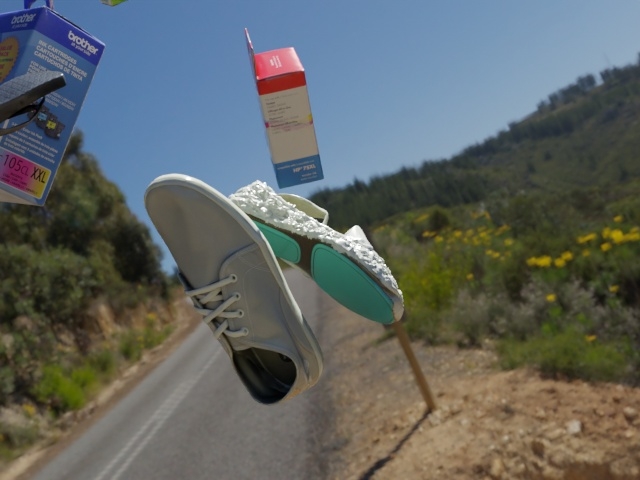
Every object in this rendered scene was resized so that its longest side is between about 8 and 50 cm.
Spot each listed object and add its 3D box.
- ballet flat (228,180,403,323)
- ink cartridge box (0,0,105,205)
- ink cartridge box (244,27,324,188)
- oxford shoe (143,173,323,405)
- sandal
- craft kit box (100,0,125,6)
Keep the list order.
[{"bbox_3d":[0.000,0.000,1.620,0.147,0.409,0.147,-52,-19,-25],"label":"ballet flat"},{"bbox_3d":[-0.571,-0.276,1.622,0.270,0.395,0.151,7,-18,43],"label":"ink cartridge box"},{"bbox_3d":[-0.059,-0.216,1.374,0.078,0.231,0.134,-13,29,-4],"label":"ink cartridge box"},{"bbox_3d":[-0.144,0.091,1.421,0.169,0.449,0.130,-18,21,35],"label":"oxford shoe"},{"bbox_3d":[-0.510,-0.189,1.353,0.254,0.054,0.097,-36,37,-17],"label":"sandal"},{"bbox_3d":[-0.253,-0.518,1.338,0.247,0.249,0.061,-27,33,-28],"label":"craft kit box"}]
